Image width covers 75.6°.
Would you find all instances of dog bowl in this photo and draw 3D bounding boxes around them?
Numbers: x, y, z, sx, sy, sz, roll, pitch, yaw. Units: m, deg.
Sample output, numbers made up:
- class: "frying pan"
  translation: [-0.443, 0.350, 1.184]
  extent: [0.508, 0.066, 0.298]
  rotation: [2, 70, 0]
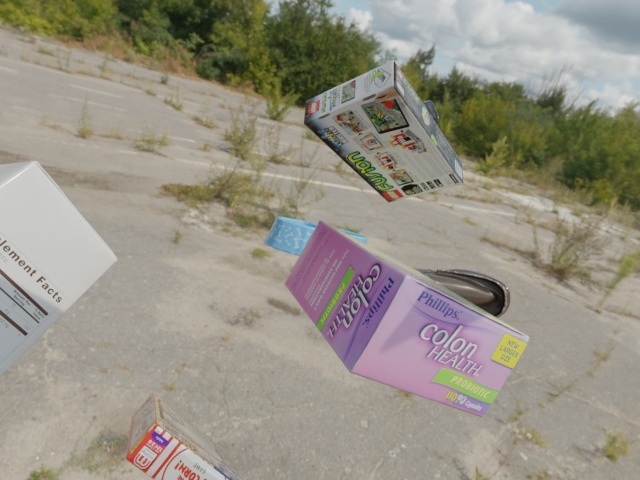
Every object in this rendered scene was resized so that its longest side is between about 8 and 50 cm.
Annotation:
- class: "dog bowl"
  translation: [0.000, 0.000, 1.063]
  extent: [0.297, 0.074, 0.166]
  rotation: [9, 8, -38]

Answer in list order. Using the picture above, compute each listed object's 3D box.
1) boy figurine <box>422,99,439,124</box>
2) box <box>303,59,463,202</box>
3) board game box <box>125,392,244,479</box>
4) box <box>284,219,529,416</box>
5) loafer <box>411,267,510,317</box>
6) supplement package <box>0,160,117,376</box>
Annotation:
- class: "boy figurine"
  translation: [0.120, -0.284, 0.931]
  extent: [0.285, 0.177, 0.092]
  rotation: [1, 50, -19]
- class: "box"
  translation: [0.087, -0.118, 0.510]
  extent: [0.114, 0.036, 0.207]
  rotation: [-12, -28, 34]
- class: "board game box"
  translation: [-0.171, 0.272, 0.527]
  extent: [0.147, 0.045, 0.193]
  rotation: [43, -23, -9]
- class: "box"
  translation: [0.098, 0.093, 0.558]
  extent: [0.214, 0.117, 0.243]
  rotation: [27, 4, -27]
- class: "loafer"
  translation: [0.260, 0.132, 0.961]
  extent: [0.366, 0.133, 0.130]
  rotation: [4, 1, 5]
- class: "supplement package"
  translation: [-0.448, 0.057, 0.498]
  extent: [0.178, 0.175, 0.293]
  rotation: [2, 43, 29]
